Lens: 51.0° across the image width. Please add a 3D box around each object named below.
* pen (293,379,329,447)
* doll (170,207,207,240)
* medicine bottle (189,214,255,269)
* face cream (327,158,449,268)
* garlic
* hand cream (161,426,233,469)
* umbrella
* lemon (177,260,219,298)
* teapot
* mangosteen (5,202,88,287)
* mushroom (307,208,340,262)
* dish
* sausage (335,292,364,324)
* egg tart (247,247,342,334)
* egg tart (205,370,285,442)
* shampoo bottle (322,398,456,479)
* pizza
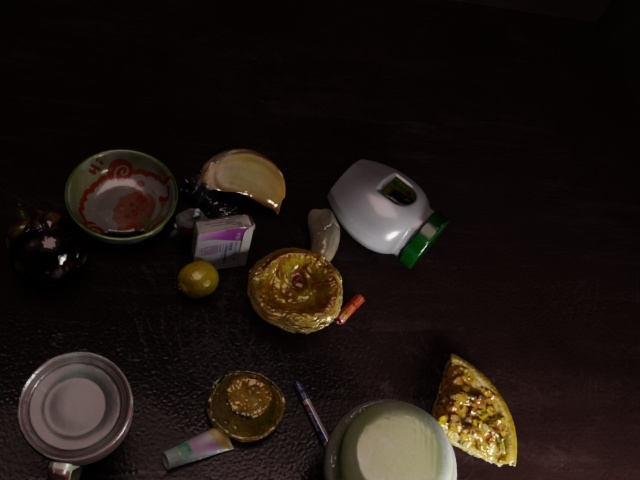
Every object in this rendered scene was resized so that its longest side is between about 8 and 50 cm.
[{"bbox_3d":[-0.022,0.471,1.828,0.025,0.025,0.204,-17,60,-26],"label":"pen"},{"bbox_3d":[-0.386,-0.048,1.983,0.102,0.227,0.075,-19,77,-24],"label":"doll"},{"bbox_3d":[-0.294,0.009,1.981,0.171,0.201,0.052,-7,54,-22],"label":"medicine bottle"},{"bbox_3d":[0.217,-0.092,2.190,0.357,0.219,0.312,39,48,10],"label":"face cream"},{"bbox_3d":[-0.257,-0.208,2.124,0.339,0.151,0.196,17,44,-40],"label":"garlic"},{"bbox_3d":[-0.312,0.524,1.698,0.174,0.047,0.076,-12,55,-34],"label":"hand cream"},{"bbox_3d":[-0.331,-0.101,2.117,0.110,0.122,0.272,-44,74,10],"label":"umbrella"},{"bbox_3d":[-0.356,0.115,1.944,0.109,0.109,0.133,42,49,16],"label":"lemon"},{"bbox_3d":[-0.553,0.441,1.526,0.234,0.312,0.314,13,64,-8],"label":"teapot"},{"bbox_3d":[-0.759,0.004,1.830,0.211,0.211,0.250,-45,107,-36],"label":"mangosteen"},{"bbox_3d":[0.008,0.001,2.144,0.108,0.096,0.246,25,51,-26],"label":"mushroom"},{"bbox_3d":[-0.599,-0.113,2.039,0.325,0.124,0.324,6,60,-11],"label":"dish"},{"bbox_3d":[0.085,0.212,2.045,0.034,0.034,0.129,38,53,13],"label":"sausage"},{"bbox_3d":[-0.074,0.155,1.986,0.295,0.116,0.294,3,58,-4],"label":"egg tart"},{"bbox_3d":[-0.192,0.427,1.772,0.213,0.090,0.212,9,48,-10],"label":"egg tart"},{"bbox_3d":[0.165,0.558,1.645,0.323,0.317,0.322,3,60,-4],"label":"shampoo bottle"},{"bbox_3d":[0.459,0.481,1.928,0.258,0.087,0.268,26,49,0],"label":"pizza"}]
